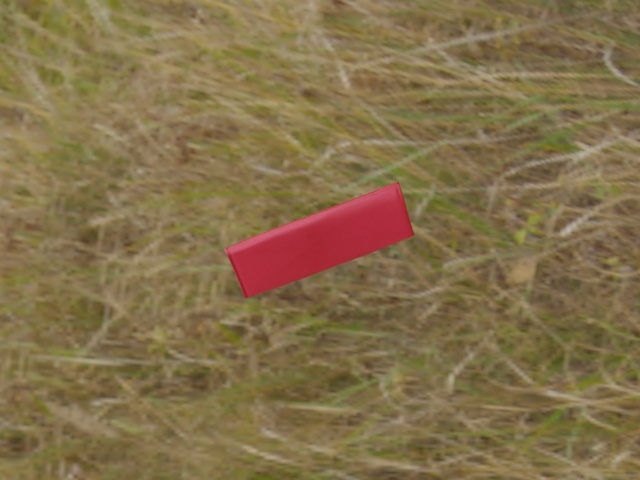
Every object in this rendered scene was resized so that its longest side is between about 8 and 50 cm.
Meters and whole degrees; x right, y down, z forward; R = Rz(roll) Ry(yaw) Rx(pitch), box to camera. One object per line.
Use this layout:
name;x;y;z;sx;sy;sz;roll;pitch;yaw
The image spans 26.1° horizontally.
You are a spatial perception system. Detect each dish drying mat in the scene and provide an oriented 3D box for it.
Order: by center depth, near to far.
dish drying mat;0.000;0.000;0.623;0.083;0.032;0.008;-20;41;-1
